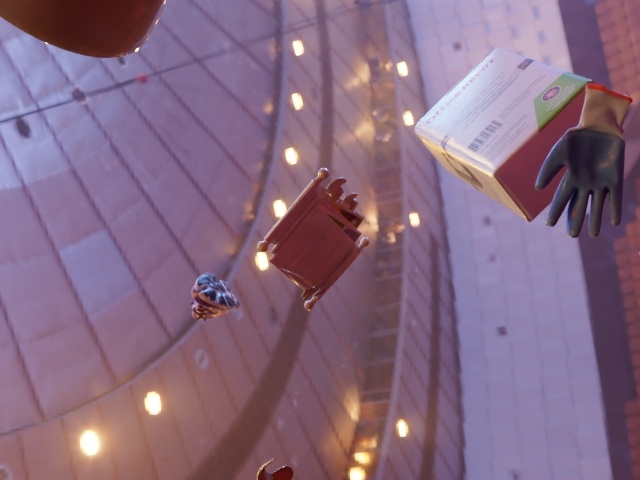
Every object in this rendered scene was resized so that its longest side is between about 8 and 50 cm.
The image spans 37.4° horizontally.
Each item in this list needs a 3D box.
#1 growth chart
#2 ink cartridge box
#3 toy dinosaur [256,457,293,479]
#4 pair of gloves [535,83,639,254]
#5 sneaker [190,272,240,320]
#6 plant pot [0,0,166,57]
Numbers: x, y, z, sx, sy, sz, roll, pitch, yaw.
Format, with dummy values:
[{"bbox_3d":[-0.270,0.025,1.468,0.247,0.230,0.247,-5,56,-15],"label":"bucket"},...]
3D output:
[{"bbox_3d":[0.000,0.000,1.408,0.021,0.172,0.237,41,174,33],"label":"growth chart"},{"bbox_3d":[0.297,-0.172,1.466,0.115,0.198,0.273,46,180,-29],"label":"ink cartridge box"},{"bbox_3d":[-0.068,0.304,1.131,0.092,0.053,0.183,-47,-33,-14],"label":"toy dinosaur"},{"bbox_3d":[0.326,-0.064,0.956,0.023,0.198,0.159,-13,-59,-81],"label":"pair of gloves"},{"bbox_3d":[-0.173,0.100,1.484,0.068,0.071,0.170,54,179,12],"label":"sneaker"},{"bbox_3d":[-0.271,-0.379,1.081,0.284,0.191,0.284,29,-144,-24],"label":"plant pot"}]
